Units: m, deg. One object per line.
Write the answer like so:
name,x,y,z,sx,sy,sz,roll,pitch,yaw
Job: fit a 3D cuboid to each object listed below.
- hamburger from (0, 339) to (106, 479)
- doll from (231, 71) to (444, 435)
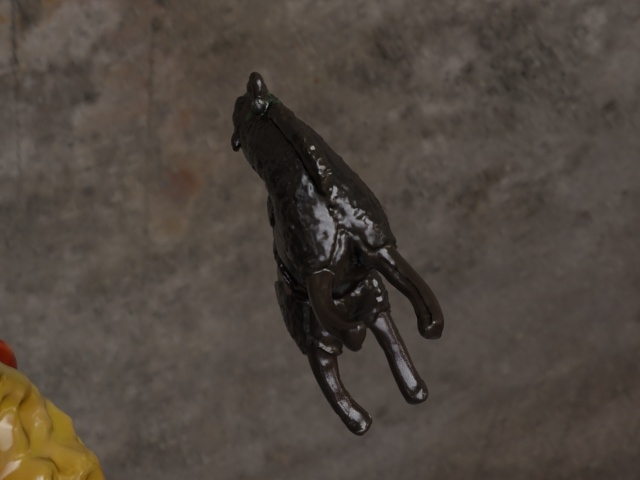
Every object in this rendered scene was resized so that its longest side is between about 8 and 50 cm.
hamburger,-0.200,0.132,0.641,0.237,0.149,0.237,-43,153,-29
doll,0.000,0.000,0.737,0.057,0.165,0.139,-25,159,-11
